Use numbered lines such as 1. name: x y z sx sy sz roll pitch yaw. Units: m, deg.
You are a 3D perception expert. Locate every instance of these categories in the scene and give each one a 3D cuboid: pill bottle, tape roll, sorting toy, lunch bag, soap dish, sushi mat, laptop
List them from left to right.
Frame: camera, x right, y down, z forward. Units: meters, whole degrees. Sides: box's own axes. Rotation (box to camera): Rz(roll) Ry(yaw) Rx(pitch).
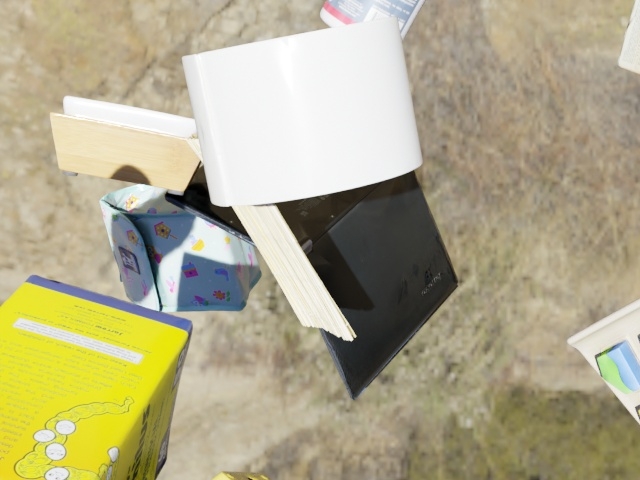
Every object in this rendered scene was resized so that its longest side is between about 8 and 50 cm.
1. soap dish: -0.287 -0.148 1.869 0.229 0.118 0.291 10 -176 -5
2. lunch bag: -0.266 0.013 2.203 0.262 0.160 0.223 -2 121 17
3. sushi mat: -0.064 -0.004 1.580 0.316 0.019 0.151 59 159 -17
4. tape roll: -0.019 -0.145 1.344 0.246 0.246 0.169 -8 101 19
5. laptop: 0.000 0.000 2.109 0.408 0.382 0.236 27 132 21
6. pill bottle: 0.086 -0.325 1.465 0.108 0.108 0.180 23 107 -24
7. sorting toy: 0.397 0.163 1.375 0.208 0.038 0.193 47 148 1

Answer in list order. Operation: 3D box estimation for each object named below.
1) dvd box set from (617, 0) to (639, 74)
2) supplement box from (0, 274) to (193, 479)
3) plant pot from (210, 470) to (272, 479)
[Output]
1. dvd box set: 0.567 -0.330 1.591 0.062 0.420 0.307 6 106 -22
2. supplement box: -0.278 0.213 1.198 0.195 0.356 0.194 16 116 5
3. plant pot: -0.134 0.523 2.119 0.212 0.187 0.212 34 -172 32
